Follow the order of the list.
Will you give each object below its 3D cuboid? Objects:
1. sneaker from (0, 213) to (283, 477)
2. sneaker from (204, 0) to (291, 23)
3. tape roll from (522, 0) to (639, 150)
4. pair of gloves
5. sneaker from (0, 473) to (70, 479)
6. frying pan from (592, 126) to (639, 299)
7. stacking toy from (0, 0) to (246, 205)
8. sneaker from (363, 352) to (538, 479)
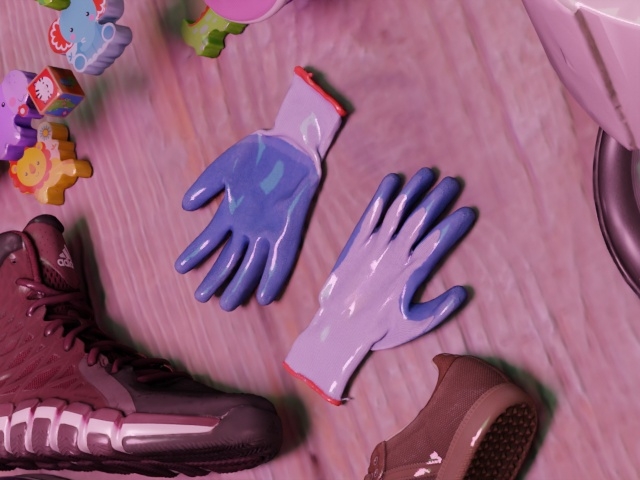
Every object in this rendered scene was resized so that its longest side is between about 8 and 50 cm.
[{"bbox_3d":[-0.149,0.060,1.100,0.281,0.106,0.163,-2,74,26],"label":"sneaker"},{"bbox_3d":[-0.047,-0.243,1.054,0.095,0.104,0.236,-29,79,45],"label":"sneaker"},{"bbox_3d":[0.201,-0.170,0.820,0.246,0.169,0.246,-6,71,17],"label":"tape roll"},{"bbox_3d":[0.000,0.000,1.056,0.198,0.023,0.159,41,107,29],"label":"pair of gloves"},{"bbox_3d":[-0.143,0.195,1.049,0.282,0.161,0.102,-2,83,31],"label":"sneaker"},{"bbox_3d":[0.207,-0.096,0.924,0.197,0.053,0.326,-28,75,25],"label":"frying pan"},{"bbox_3d":[-0.164,-0.106,1.082,0.221,0.167,0.052,-41,66,24],"label":"stacking toy"},{"bbox_3d":[0.054,0.152,0.996,0.071,0.066,0.188,40,102,46],"label":"sneaker"}]
